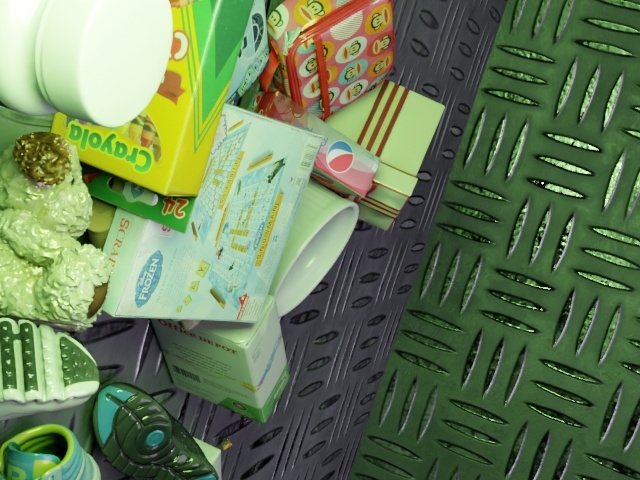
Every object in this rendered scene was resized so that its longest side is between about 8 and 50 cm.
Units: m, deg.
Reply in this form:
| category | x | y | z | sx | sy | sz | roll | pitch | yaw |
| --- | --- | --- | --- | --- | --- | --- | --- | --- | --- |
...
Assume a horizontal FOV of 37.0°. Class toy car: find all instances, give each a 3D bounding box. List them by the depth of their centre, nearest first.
| category | x | y | z | sx | sy | sz | roll | pitch | yaw |
| --- | --- | --- | --- | --- | --- | --- | --- | --- | --- |
| toy car | -0.202 | 0.412 | 2.185 | 0.122 | 0.060 | 0.040 | -48 | -159 | -12 |

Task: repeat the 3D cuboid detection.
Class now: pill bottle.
| category | x | y | z | sx | sy | sz | roll | pitch | yaw |
| --- | --- | --- | --- | --- | --- | --- | --- | --- | --- |
| pill bottle | -0.289 | -0.205 | 0.857 | 0.161 | 0.283 | 0.161 | -55 | 156 | -39 |

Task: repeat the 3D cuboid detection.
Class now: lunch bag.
| category | x | y | z | sx | sy | sz | roll | pitch | yaw |
| --- | --- | --- | --- | --- | --- | --- | --- | --- | --- |
| lunch bag | 0.005 | -0.343 | 1.732 | 0.258 | 0.120 | 0.293 | -32 | 158 | -9 |

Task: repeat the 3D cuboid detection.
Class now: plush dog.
| category | x | y | z | sx | sy | sz | roll | pitch | yaw |
| --- | --- | --- | --- | --- | --- | --- | --- | --- | --- |
| plush dog | -0.344 | -0.018 | 1.138 | 0.262 | 0.210 | 0.225 | 150 | -50 | -75 |

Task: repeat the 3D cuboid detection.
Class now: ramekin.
| category | x | y | z | sx | sy | sz | roll | pitch | yaw |
| --- | --- | --- | --- | --- | --- | --- | --- | --- | --- |
| ramekin | -0.060 | 0.004 | 1.883 | 0.277 | 0.135 | 0.277 | -49 | 165 | -18 |

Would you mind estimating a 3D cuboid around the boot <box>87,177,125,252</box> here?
| category | x | y | z | sx | sy | sz | roll | pitch | yaw |
| --- | --- | --- | --- | --- | --- | --- | --- | --- | --- |
| boot | -0.250 | -0.077 | 1.434 | 0.295 | 0.104 | 0.211 | -60 | 167 | -22 |

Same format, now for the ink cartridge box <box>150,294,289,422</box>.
| category | x | y | z | sx | sy | sz | roll | pitch | yaw |
| --- | --- | --- | --- | --- | --- | --- | --- | --- | --- |
| ink cartridge box | -0.177 | 0.186 | 1.720 | 0.117 | 0.201 | 0.278 | -59 | 158 | -32 |

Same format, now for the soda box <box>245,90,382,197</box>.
| category | x | y | z | sx | sy | sz | roll | pitch | yaw |
| --- | --- | --- | --- | --- | --- | --- | --- | --- | --- |
| soda box | -0.018 | -0.174 | 1.751 | 0.263 | 0.092 | 0.083 | 29 | 82 | -31 |

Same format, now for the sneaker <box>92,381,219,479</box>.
| category | x | y | z | sx | sy | sz | roll | pitch | yaw |
| --- | --- | --- | --- | --- | --- | --- | --- | --- | --- |
| sneaker | -0.308 | 0.345 | 1.675 | 0.125 | 0.139 | 0.341 | -36 | 134 | -9 |

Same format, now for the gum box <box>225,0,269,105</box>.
| category | x | y | z | sx | sy | sz | roll | pitch | yaw |
| --- | --- | --- | --- | --- | --- | --- | --- | --- | --- |
| gum box | -0.142 | -0.320 | 1.549 | 0.157 | 0.041 | 0.184 | -57 | 157 | -35 |

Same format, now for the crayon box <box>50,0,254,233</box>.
| category | x | y | z | sx | sy | sz | roll | pitch | yaw |
| --- | --- | --- | --- | --- | --- | --- | --- | --- | --- |
| crayon box | -0.220 | -0.187 | 1.198 | 0.081 | 0.202 | 0.319 | -3 | 112 | -64 |

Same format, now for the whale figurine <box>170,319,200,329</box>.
| category | x | y | z | sx | sy | sz | roll | pitch | yaw |
| --- | --- | --- | --- | --- | --- | --- | --- | --- | --- |
| whale figurine | -0.199 | 0.005 | 1.561 | 0.216 | 0.141 | 0.272 | 59 | 53 | -73 |

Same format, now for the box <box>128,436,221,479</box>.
| category | x | y | z | sx | sy | sz | roll | pitch | yaw |
| --- | --- | --- | --- | --- | --- | --- | --- | --- | --- |
| box | -0.287 | 0.500 | 1.867 | 0.182 | 0.119 | 0.181 | -51 | 154 | -43 |

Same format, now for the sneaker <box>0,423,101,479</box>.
| category | x | y | z | sx | sy | sz | roll | pitch | yaw |
| --- | --- | --- | --- | --- | --- | --- | --- | --- | --- |
| sneaker | -0.433 | 0.399 | 1.344 | 0.208 | 0.127 | 0.319 | 89 | 18 | -51 |

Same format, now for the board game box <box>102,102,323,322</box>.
| category | x | y | z | sx | sy | sz | roll | pitch | yaw |
| --- | --- | --- | --- | --- | --- | --- | --- | --- | --- |
| board game box | -0.156 | -0.040 | 1.390 | 0.318 | 0.066 | 0.319 | 11 | 101 | -56 |

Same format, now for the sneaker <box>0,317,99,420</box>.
| category | x | y | z | sx | sy | sz | roll | pitch | yaw |
| --- | --- | --- | --- | --- | --- | --- | --- | --- | --- |
| sneaker | -0.391 | 0.158 | 1.040 | 0.110 | 0.292 | 0.118 | -104 | -158 | -44 |

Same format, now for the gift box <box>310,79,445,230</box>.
| category | x | y | z | sx | sy | sz | roll | pitch | yaw |
| --- | --- | --- | --- | --- | --- | --- | --- | --- | --- |
| gift box | 0.078 | -0.180 | 2.015 | 0.255 | 0.276 | 0.258 | 99 | 13 | -70 |

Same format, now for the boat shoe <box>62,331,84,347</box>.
| category | x | y | z | sx | sy | sz | roll | pitch | yaw |
| --- | --- | --- | --- | --- | --- | --- | --- | --- | --- |
| boat shoe | -0.376 | 0.197 | 1.422 | 0.046 | 0.038 | 0.125 | -26 | 133 | -64 |
